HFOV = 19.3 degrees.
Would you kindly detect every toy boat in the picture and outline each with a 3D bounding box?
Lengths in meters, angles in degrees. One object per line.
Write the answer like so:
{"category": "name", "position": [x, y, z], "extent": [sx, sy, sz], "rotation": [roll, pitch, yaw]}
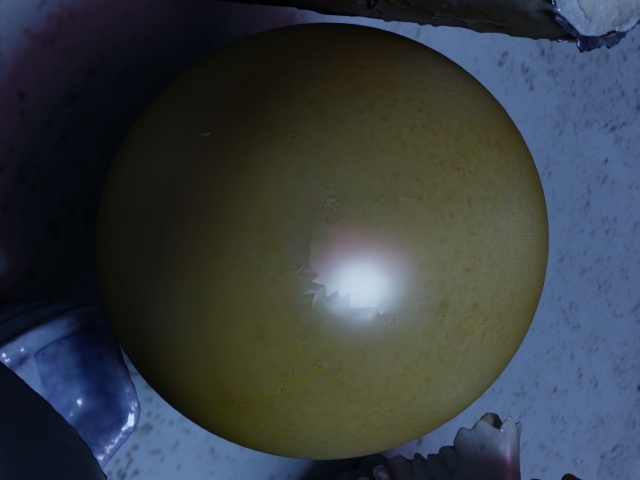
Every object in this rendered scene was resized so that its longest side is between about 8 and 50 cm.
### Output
{"category": "toy boat", "position": [-0.221, 0.136, 1.018], "extent": [0.283, 0.078, 0.127], "rotation": [-37, 129, -35]}

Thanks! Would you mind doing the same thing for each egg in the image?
{"category": "egg", "position": [0.000, 0.000, 1.070], "extent": [0.322, 0.250, 0.250], "rotation": [-2, 106, -72]}

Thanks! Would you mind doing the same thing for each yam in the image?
{"category": "yam", "position": [0.048, -0.180, 1.054], "extent": [0.131, 0.280, 0.131], "rotation": [-22, 117, -52]}

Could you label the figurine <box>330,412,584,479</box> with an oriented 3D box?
{"category": "figurine", "position": [0.140, 0.228, 1.227], "extent": [0.166, 0.387, 0.207], "rotation": [37, 72, -36]}

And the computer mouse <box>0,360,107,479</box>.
{"category": "computer mouse", "position": [-0.217, 0.108, 0.910], "extent": [0.295, 0.087, 0.168], "rotation": [45, 62, -12]}
